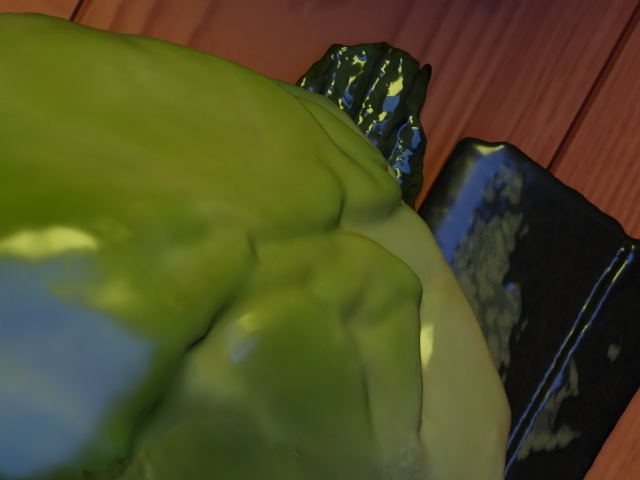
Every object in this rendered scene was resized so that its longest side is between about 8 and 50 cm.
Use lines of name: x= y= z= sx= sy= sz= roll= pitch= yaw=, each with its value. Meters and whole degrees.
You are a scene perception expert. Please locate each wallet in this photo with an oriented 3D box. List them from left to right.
wallet: x=0.059 y=0.120 z=0.594 sx=0.170 sy=0.044 sz=0.321 roll=30 pitch=93 yaw=-23

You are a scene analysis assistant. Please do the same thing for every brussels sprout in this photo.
brussels sprout: x=-0.107 y=0.060 z=0.467 sx=0.344 sy=0.268 sz=0.344 roll=-7 pitch=121 yaw=-11

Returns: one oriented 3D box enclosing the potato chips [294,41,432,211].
potato chips: x=0.000 y=0.000 z=0.586 sx=0.092 sy=0.028 sz=0.207 roll=14 pitch=96 yaw=-20
